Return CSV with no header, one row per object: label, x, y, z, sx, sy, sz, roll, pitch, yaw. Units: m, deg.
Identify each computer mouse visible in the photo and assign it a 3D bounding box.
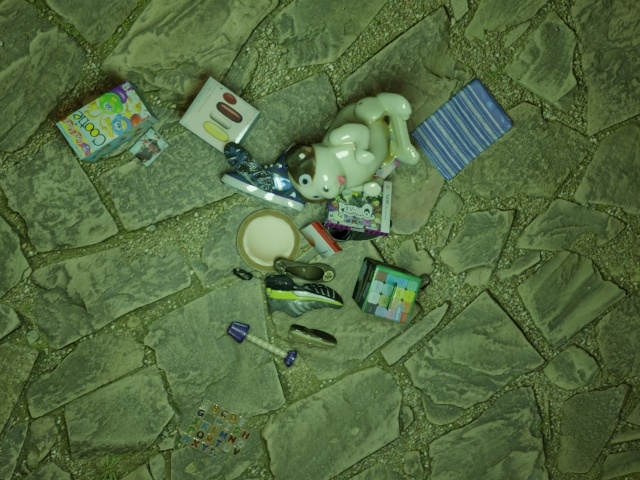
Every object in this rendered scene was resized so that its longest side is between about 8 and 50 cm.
computer mouse,-0.211,0.132,1.850,0.242,0.071,0.041,12,115,7

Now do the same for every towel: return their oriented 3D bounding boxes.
towel,0.544,-0.422,1.908,0.336,0.040,0.243,-40,99,0

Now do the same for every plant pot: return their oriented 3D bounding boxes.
plant pot,-0.193,0.001,1.877,0.236,0.032,0.236,-1,96,-6

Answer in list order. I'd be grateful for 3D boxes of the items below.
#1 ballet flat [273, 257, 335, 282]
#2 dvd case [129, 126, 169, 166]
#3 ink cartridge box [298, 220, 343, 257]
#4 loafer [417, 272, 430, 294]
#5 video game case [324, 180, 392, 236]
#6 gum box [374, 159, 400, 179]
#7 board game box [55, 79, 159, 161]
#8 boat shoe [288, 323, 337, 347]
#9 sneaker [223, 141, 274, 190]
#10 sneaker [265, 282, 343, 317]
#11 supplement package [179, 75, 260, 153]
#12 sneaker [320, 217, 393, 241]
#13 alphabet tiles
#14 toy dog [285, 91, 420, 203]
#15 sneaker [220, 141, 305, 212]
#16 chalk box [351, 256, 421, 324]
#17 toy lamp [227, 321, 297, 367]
ballet flat,-0.056,0.116,1.874,0.249,0.058,0.084,14,104,-20
dvd case,-0.615,-0.336,1.797,0.119,0.013,0.087,-45,99,-1
ink cartridge box,0.000,0.000,1.823,0.045,0.179,0.145,-42,100,-12
loafer,0.372,0.185,1.954,0.148,0.050,0.056,-45,99,0
video game case,0.137,-0.131,1.784,0.232,0.042,0.210,10,66,-7
gum box,0.198,-0.270,1.873,0.188,0.062,0.107,-45,100,0
board game box,-0.721,-0.405,1.710,0.275,0.144,0.142,-33,99,-3
boat shoe,-0.033,0.383,1.930,0.190,0.068,0.072,19,107,1
sneaker,-0.248,-0.244,1.691,0.080,0.081,0.211,-44,98,-7
sneaker,-0.063,0.231,1.892,0.299,0.111,0.121,8,110,-2
supplement package,-0.346,-0.423,1.749,0.203,0.149,0.194,34,92,-8
sneaker,0.141,-0.041,1.852,0.295,0.147,0.105,-6,96,-7
alphabet tiles,-0.399,0.752,1.954,0.237,0.009,0.198,30,92,-9
toy dog,0.072,-0.301,1.670,0.408,0.285,0.395,-41,56,-19
sneaker,-0.173,-0.256,1.812,0.322,0.130,0.236,19,84,-3
chalk box,0.244,0.185,1.818,0.179,0.289,0.180,17,95,-8
toy lamp,-0.224,0.391,1.898,0.274,0.080,0.080,32,92,-10
